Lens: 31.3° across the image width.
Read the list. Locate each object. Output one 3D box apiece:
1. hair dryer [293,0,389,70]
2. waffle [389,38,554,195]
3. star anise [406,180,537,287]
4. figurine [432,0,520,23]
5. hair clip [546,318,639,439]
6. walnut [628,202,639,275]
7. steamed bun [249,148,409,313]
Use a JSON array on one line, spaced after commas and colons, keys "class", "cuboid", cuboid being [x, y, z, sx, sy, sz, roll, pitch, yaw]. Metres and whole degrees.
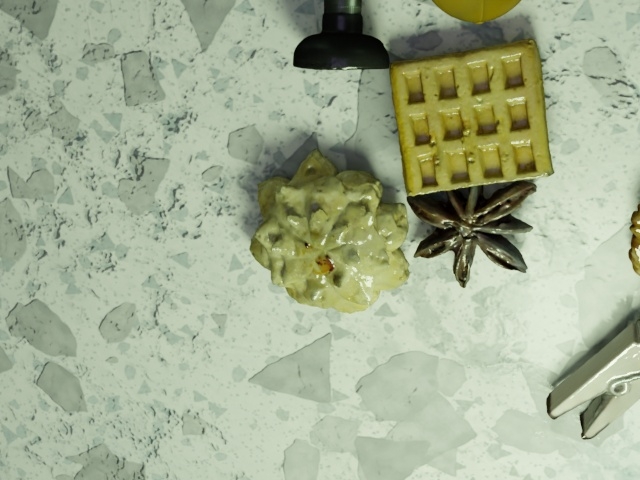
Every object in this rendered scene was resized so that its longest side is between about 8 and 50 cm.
[{"class": "hair dryer", "cuboid": [-0.035, -0.421, 1.840, 0.284, 0.155, 0.321, -2, 98, 35]}, {"class": "waffle", "cuboid": [0.239, -0.195, 1.831, 0.247, 0.055, 0.221, -8, 92, 15]}, {"class": "star anise", "cuboid": [0.259, -0.023, 1.909, 0.229, 0.093, 0.236, 46, 110, 0]}, {"class": "figurine", "cuboid": [0.236, -0.455, 1.708, 0.192, 0.167, 0.257, 2, 89, 26]}, {"class": "hair clip", "cuboid": [0.521, 0.204, 1.914, 0.101, 0.085, 0.331, 37, 119, -6]}, {"class": "walnut", "cuboid": [0.567, -0.015, 1.845, 0.142, 0.069, 0.170, 15, 119, 5]}, {"class": "steamed bun", "cuboid": [0.000, 0.000, 1.945, 0.292, 0.137, 0.296, 1, 113, 22]}]
